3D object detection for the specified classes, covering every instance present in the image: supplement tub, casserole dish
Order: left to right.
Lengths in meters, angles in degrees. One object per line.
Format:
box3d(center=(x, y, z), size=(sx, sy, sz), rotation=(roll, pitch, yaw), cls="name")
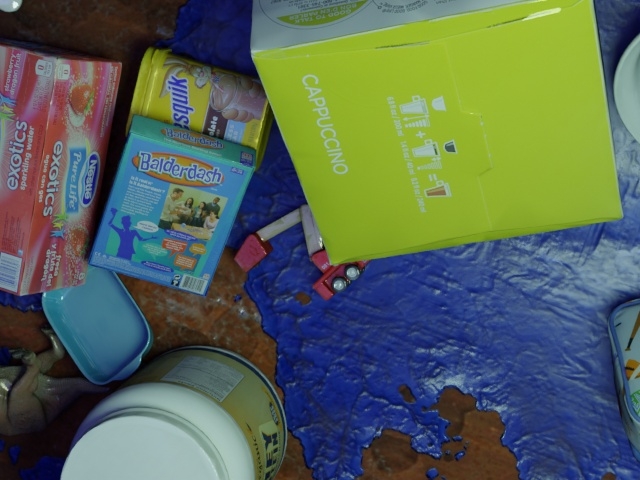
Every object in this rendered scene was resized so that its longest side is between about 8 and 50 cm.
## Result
box3d(center=(-0.285, 0.102, 1.918), size=(0.114, 0.037, 0.188), rotation=(-41, 68, 10), cls="casserole dish")
box3d(center=(-0.176, 0.267, 1.807), size=(0.228, 0.316, 0.228), rotation=(1, 99, 10), cls="supplement tub")

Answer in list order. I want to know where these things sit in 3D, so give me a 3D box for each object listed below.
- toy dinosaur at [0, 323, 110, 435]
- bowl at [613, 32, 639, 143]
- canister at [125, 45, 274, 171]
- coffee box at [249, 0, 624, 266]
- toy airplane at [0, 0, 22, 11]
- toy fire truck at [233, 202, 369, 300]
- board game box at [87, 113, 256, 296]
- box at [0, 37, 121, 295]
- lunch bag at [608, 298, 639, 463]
box3d(center=(-0.427, 0.218, 1.950), size=(0.296, 0.127, 0.200), rotation=(1, 110, -7), cls="toy dinosaur")
box3d(center=(0.492, -0.208, 1.685), size=(0.298, 0.134, 0.298), rotation=(11, 144, 8), cls="bowl")
box3d(center=(-0.147, -0.164, 1.863), size=(0.170, 0.073, 0.126), rotation=(16, 102, 6), cls="canister")
box3d(center=(0.130, -0.219, 1.609), size=(0.338, 0.334, 0.337), rotation=(-9, 138, 11), cls="coffee box")
box3d(center=(-0.550, -0.371, 1.799), size=(0.386, 0.272, 0.384), rotation=(45, 102, 1), cls="toy airplane")
box3d(center=(0.000, 0.000, 1.875), size=(0.192, 0.047, 0.135), rotation=(-44, 88, 12), cls="toy fire truck")
box3d(center=(-0.187, -0.041, 1.844), size=(0.160, 0.047, 0.210), rotation=(17, 123, -11), cls="board game box")
box3d(center=(-0.372, -0.096, 1.860), size=(0.154, 0.142, 0.299), rotation=(15, 101, 24), cls="box")
box3d(center=(0.496, 0.143, 1.726), size=(0.303, 0.243, 0.115), rotation=(-11, 127, 10), cls="lunch bag")
